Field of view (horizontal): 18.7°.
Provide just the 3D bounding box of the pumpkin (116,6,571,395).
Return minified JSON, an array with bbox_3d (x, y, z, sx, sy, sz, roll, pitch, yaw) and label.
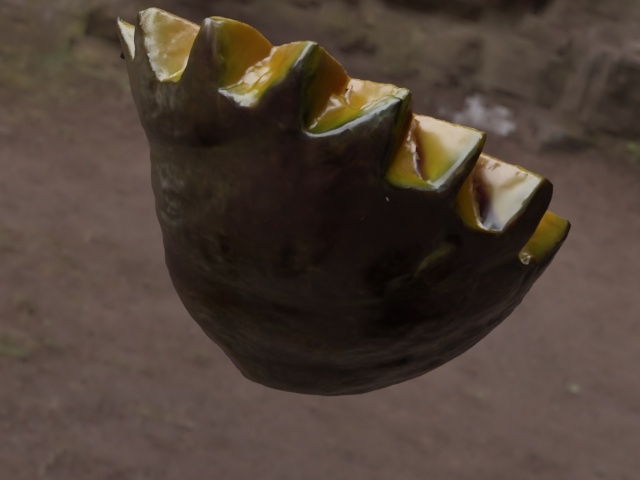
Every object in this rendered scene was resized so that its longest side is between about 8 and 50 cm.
[{"bbox_3d":[0.000,0.000,0.926,0.254,0.149,0.130,26,-4,-14],"label":"pumpkin"}]
